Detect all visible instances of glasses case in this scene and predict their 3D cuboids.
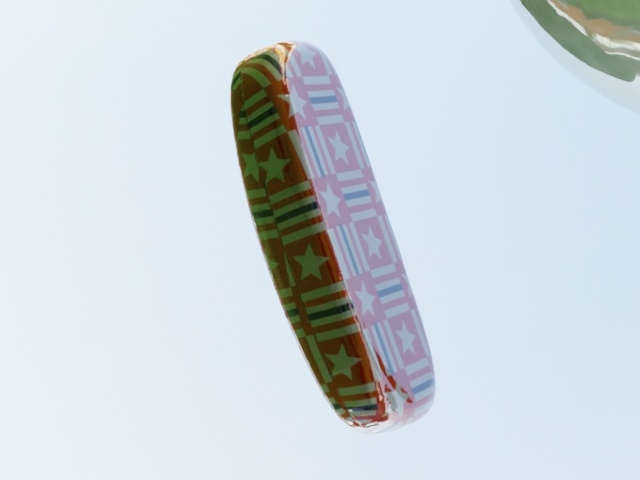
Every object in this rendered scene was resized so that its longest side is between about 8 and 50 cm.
[{"bbox_3d":[0.000,0.000,0.631,0.049,0.073,0.194,-20,-94,31],"label":"glasses case"}]

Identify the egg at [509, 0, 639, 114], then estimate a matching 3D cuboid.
[{"bbox_3d":[0.217,-0.175,0.446,0.352,0.258,0.258,-40,-129,25],"label":"egg"}]
